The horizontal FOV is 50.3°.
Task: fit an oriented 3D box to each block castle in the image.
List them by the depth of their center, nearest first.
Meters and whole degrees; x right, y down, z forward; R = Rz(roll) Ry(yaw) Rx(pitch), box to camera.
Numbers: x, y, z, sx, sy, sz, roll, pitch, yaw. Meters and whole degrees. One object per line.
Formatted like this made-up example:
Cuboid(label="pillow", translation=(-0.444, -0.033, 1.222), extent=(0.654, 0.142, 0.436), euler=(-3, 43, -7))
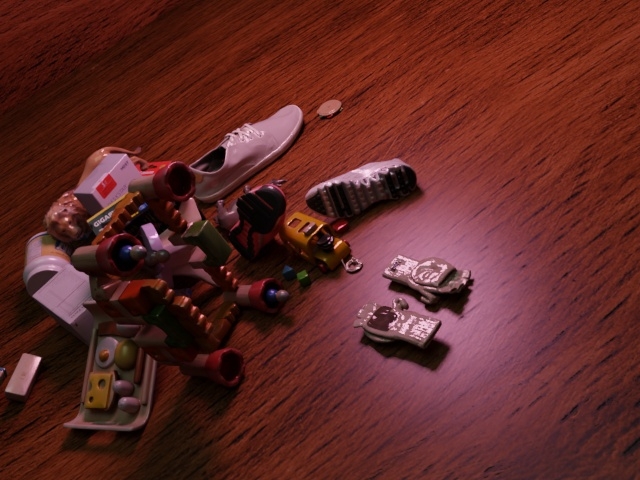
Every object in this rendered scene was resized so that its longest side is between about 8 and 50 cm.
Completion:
Cuboid(label="block castle", translation=(-0.283, 0.085, 1.495), extent=(0.213, 0.453, 0.303), euler=(-5, 43, 39))

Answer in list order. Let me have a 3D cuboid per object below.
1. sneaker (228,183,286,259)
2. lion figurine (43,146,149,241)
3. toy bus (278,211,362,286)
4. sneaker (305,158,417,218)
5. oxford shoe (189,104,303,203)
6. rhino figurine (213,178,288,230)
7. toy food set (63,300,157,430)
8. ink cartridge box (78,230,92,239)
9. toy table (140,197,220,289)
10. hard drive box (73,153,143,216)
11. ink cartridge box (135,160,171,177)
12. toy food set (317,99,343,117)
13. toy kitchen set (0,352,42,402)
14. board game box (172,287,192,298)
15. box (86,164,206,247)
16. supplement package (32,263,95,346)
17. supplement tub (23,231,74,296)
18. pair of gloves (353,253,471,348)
Cuboid(label="sneaker", translation=(-0.142, -0.072, 1.745), extent=(0.136, 0.116, 0.314), euler=(-42, -5, -32))
Cuboid(label="lion figurine", translation=(-0.711, -0.165, 2.146), extent=(0.142, 0.240, 0.391), euler=(7, 73, 33))
Cuboid(label="toy bus", translation=(-0.011, 0.000, 1.695), extent=(0.202, 0.104, 0.190), euler=(-17, 40, 15))
Cuboid(label="sneaker", translation=(0.103, -0.142, 1.792), extent=(0.292, 0.110, 0.118), euler=(-15, 31, 1))
Cuboid(label="oxford shoe", translation=(-0.231, -0.297, 2.139), extent=(0.449, 0.130, 0.169), euler=(-41, 39, -17))
Cuboid(label="rhino figurine", translation=(-0.197, -0.108, 1.954), extent=(0.243, 0.073, 0.106), euler=(-31, 35, -5))
Cuboid(label="toy food set", translation=(-0.501, 0.292, 1.613), extent=(0.220, 0.092, 0.305), euler=(-6, 69, 26))
Cuboid(label="ink cartridge box", translation=(-0.820, -0.045, 2.278), extent=(0.123, 0.052, 0.088), euler=(-10, 43, 24))
Cuboid(label="toy table", translation=(-0.362, 0.027, 1.773), extent=(0.161, 0.252, 0.274), euler=(-20, 2, -18))
Cuboid(label="hard drive box", translation=(-0.613, -0.121, 2.092), extent=(0.089, 0.232, 0.181), euler=(4, 50, 35))
Cuboid(label="ink cartridge box", translation=(-0.645, -0.212, 2.356), extent=(0.181, 0.056, 0.224), euler=(1, 49, 31))
Cuboid(label="toy food set", translation=(0.030, -0.426, 2.205), extent=(0.083, 0.020, 0.082), euler=(-29, 39, -1))
Cuboid(label="toy kitchen set", translation=(-0.870, 0.383, 1.832), extent=(0.207, 0.166, 0.122), euler=(15, 46, -5))
Cuboid(label="board game box", translation=(-0.396, 0.170, 1.810), extent=(0.090, 0.020, 0.090), euler=(-8, 42, 24))
Cuboid(label="box", translation=(-0.466, -0.057, 1.881), extent=(0.257, 0.322, 0.079), euler=(-35, 77, -7))
Cuboid(label="supplement package", translation=(-0.647, 0.183, 1.856), extent=(0.244, 0.133, 0.139), euler=(20, 59, 44))
Cuboid(label="supplement tub", translation=(-0.823, 0.079, 2.068), extent=(0.144, 0.144, 0.199), euler=(-28, 39, 1))
Cuboid(label="pair of gloves", translation=(0.197, 0.132, 1.477), extent=(0.204, 0.042, 0.240), euler=(6, 48, 40))
